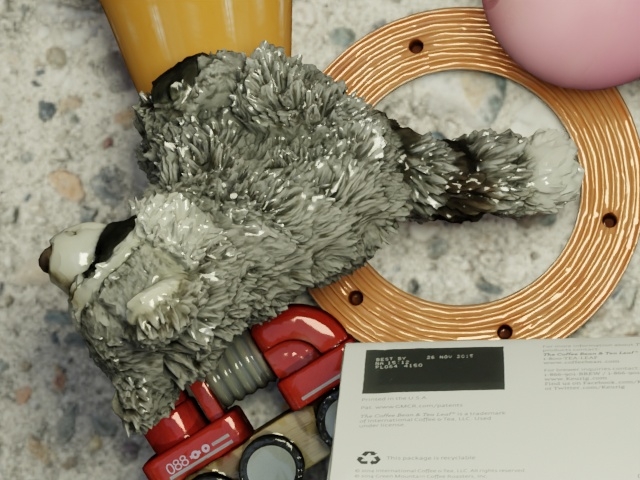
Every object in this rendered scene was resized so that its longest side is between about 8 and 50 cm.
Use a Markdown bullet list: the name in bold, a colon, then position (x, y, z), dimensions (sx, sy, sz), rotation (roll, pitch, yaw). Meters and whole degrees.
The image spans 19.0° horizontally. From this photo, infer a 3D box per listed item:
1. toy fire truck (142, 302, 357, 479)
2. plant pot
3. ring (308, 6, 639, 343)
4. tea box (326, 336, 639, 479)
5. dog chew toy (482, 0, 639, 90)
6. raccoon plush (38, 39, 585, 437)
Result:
- **toy fire truck**: position (-0.084, 0.110, 1.708), dimensions (0.217, 0.158, 0.246), rotation (-32, 90, 2)
- **plant pot**: position (-0.106, -0.204, 1.726), dimensions (0.205, 0.205, 0.188), rotation (-10, 97, 5)
- **ring**: position (0.128, -0.048, 1.751), dimensions (0.337, 0.032, 0.336), rotation (-1, 83, 7)
- **tea box**: position (0.180, 0.266, 1.541), dimensions (0.329, 0.220, 0.323), rotation (-2, 119, 6)
- **dog chew toy**: position (0.314, -0.214, 1.671), dimensions (0.332, 0.206, 0.206), rotation (13, 83, -12)
- **raccoon plush**: position (0.000, 0.000, 1.566), dimensions (0.446, 0.216, 0.299), rotation (-6, 44, 6)
